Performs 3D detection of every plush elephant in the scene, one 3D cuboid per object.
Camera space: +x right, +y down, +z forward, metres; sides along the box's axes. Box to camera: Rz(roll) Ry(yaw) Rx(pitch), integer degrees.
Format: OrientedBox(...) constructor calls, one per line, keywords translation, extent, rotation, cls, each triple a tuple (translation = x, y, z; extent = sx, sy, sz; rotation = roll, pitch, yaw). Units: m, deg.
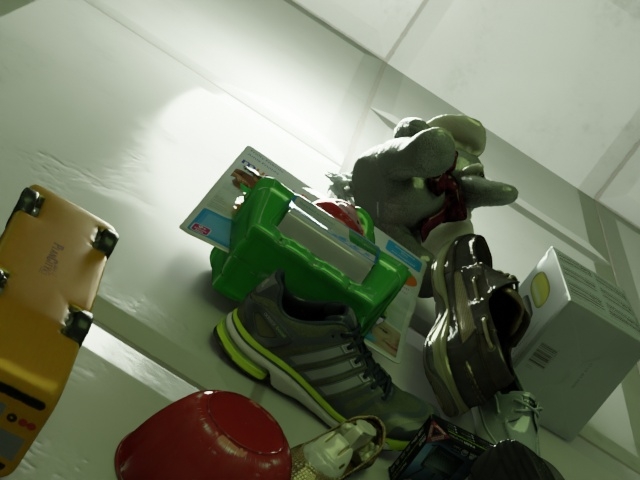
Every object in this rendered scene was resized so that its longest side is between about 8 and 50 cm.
OrientedBox(translation=(0.194, -0.079, 2.060), extent=(0.255, 0.271, 0.330), rotation=(-9, 16, -27), cls="plush elephant")

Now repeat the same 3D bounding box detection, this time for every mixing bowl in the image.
OrientedBox(translation=(-0.095, 0.211, 1.215), extent=(0.181, 0.098, 0.181), rotation=(30, 21, -13), cls="mixing bowl")

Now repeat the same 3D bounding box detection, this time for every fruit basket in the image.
OrientedBox(translation=(0.000, 0.000, 1.701), extent=(0.327, 0.165, 0.353), rotation=(34, 29, -2), cls="fruit basket")

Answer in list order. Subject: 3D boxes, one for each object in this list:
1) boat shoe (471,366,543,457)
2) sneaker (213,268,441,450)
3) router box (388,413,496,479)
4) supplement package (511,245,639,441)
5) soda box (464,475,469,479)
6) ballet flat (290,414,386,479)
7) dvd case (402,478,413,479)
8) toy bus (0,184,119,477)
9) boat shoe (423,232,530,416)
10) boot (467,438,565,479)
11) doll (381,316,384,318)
OrientedBox(translation=(0.260, 0.237, 1.721), extent=(0.079, 0.081, 0.227), rotation=(26, 21, -21), cls="boat shoe")
OrientedBox(translation=(0.025, 0.147, 1.505), extent=(0.300, 0.121, 0.111), rotation=(31, 21, -10), cls="sneaker")
OrientedBox(translation=(0.156, 0.270, 1.474), extent=(0.122, 0.092, 0.038), rotation=(28, 22, -16), cls="router box")
OrientedBox(translation=(0.366, 0.153, 1.908), extent=(0.149, 0.194, 0.203), rotation=(31, 20, -10), cls="supplement package")
OrientedBox(translation=(0.229, 0.328, 1.459), extent=(0.183, 0.063, 0.058), rotation=(31, 19, -36), cls="soda box")
OrientedBox(translation=(0.014, 0.232, 1.377), extent=(0.073, 0.067, 0.206), rotation=(40, 21, 13), cls="ballet flat")
OrientedBox(translation=(0.087, 0.335, 1.314), extent=(0.179, 0.029, 0.239), rotation=(45, 23, 27), cls="dvd case")
OrientedBox(translation=(-0.283, 0.070, 1.194), extent=(0.108, 0.130, 0.332), rotation=(28, 21, -14), cls="toy bus")
OrientedBox(translation=(0.235, 0.111, 1.787), extent=(0.355, 0.130, 0.132), rotation=(-78, 146, -52), cls="boat shoe")
OrientedBox(translation=(0.291, 0.369, 1.295), extent=(0.223, 0.118, 0.338), rotation=(33, 32, -38), cls="boot")
OrientedBox(translation=(0.058, 0.061, 1.855), extent=(0.129, 0.046, 0.189), rotation=(39, 25, -14), cls="doll")
